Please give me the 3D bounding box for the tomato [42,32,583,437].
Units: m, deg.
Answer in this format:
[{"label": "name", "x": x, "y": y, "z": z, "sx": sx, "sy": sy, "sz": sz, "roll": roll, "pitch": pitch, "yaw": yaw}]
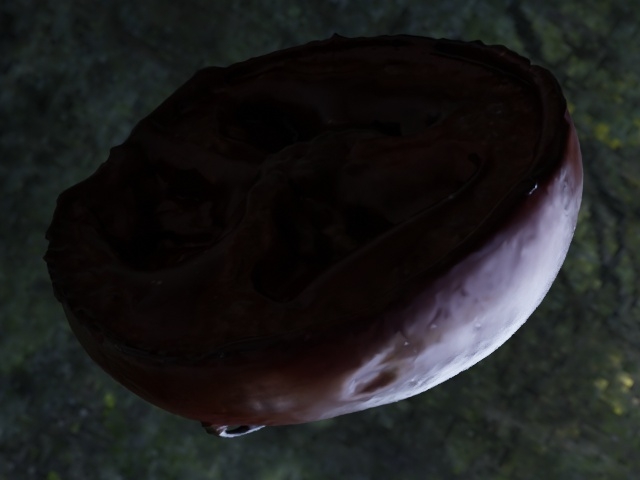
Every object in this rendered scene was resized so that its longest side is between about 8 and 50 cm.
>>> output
[{"label": "tomato", "x": 0.003, "y": 0.002, "z": 0.697, "sx": 0.228, "sy": 0.101, "sz": 0.228, "roll": -13, "pitch": -141, "yaw": 10}]
